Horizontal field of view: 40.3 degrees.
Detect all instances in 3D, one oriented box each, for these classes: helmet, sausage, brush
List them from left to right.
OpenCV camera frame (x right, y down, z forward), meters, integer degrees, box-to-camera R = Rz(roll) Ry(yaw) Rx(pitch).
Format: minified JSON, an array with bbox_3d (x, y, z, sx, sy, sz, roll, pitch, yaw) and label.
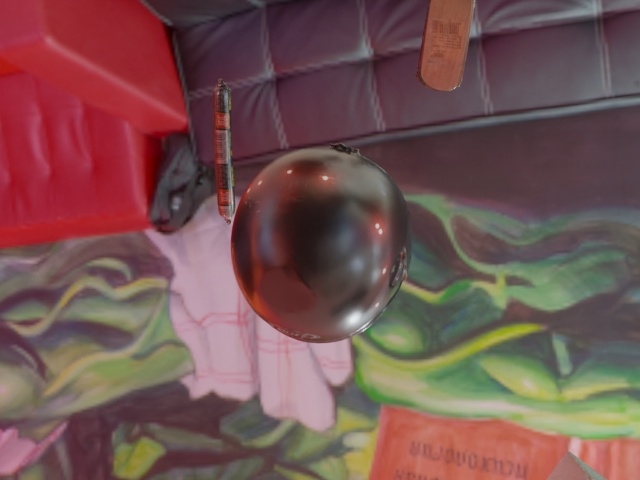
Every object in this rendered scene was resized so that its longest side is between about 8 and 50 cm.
[{"bbox_3d":[-0.128,-0.116,1.161,0.028,0.199,0.025,5,-161,18],"label":"sausage"},{"bbox_3d":[0.000,0.000,0.939,0.189,0.216,0.193,13,168,16],"label":"helmet"},{"bbox_3d":[0.191,-0.363,1.201,0.070,0.065,0.328,17,130,15],"label":"brush"}]

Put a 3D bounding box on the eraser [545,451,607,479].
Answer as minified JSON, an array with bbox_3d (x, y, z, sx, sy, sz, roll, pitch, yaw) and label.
[{"bbox_3d":[0.202,0.358,0.863,0.086,0.287,0.130,37,-176,3],"label":"eraser"}]
